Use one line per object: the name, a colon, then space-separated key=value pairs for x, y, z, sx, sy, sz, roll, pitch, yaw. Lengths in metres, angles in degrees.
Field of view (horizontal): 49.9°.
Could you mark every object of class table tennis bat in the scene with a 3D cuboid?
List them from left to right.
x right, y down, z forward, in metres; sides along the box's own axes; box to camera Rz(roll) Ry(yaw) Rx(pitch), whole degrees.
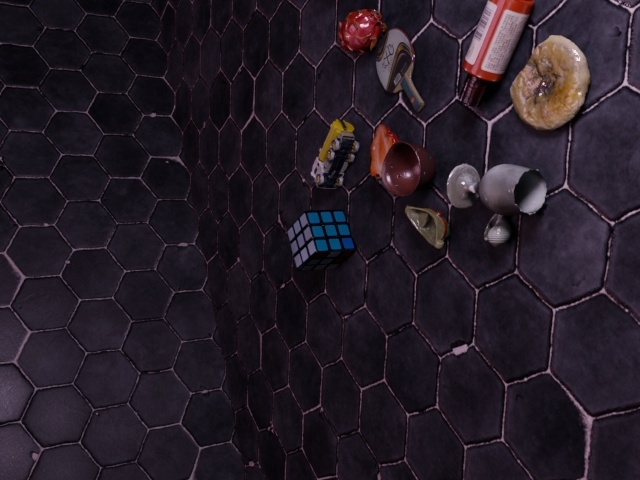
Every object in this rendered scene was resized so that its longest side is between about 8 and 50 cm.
table tennis bat: x=0.238 y=-0.498 z=2.041 sx=0.173 sy=0.022 sz=0.301 roll=-56 pitch=44 yaw=46

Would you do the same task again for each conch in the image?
conch: x=0.442 y=-0.025 z=1.702 sx=0.085 sy=0.056 sz=0.076 roll=-61 pitch=15 yaw=-4

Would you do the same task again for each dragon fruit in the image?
dragon fruit: x=0.130 y=-0.649 z=2.115 sx=0.166 sy=0.136 sz=0.133 roll=-37 pitch=20 yaw=46

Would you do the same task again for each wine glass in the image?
wine glass: x=0.422 y=-0.125 z=1.662 sx=0.241 sy=0.126 sz=0.127 roll=10 pitch=101 yaw=60

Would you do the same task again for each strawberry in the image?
strawberry: x=0.200 y=-0.261 z=2.068 sx=0.146 sy=0.082 sz=0.187 roll=-27 pitch=63 yaw=51

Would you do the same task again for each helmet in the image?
helmet: x=0.260 y=-0.200 z=1.941 sx=0.175 sy=0.106 sz=0.155 roll=-37 pitch=66 yaw=52

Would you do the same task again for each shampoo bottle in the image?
shampoo bottle: x=0.412 y=-0.458 z=1.666 sx=0.104 sy=0.104 sz=0.278 roll=53 pitch=135 yaw=43

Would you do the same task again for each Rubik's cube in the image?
Rubik's cube: x=0.000 y=0.000 z=2.344 sx=0.163 sy=0.162 sz=0.161 roll=-44 pitch=56 yaw=51

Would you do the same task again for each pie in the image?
pie: x=0.521 y=-0.343 z=1.547 sx=0.185 sy=0.052 sz=0.218 roll=59 pitch=142 yaw=30

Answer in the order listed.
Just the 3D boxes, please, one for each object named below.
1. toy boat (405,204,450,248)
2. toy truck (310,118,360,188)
toy boat: x=0.306 y=-0.041 z=1.913 sx=0.185 sy=0.071 sz=0.089 roll=55 pitch=137 yaw=43
toy truck: x=0.048 y=-0.287 z=2.306 sx=0.227 sy=0.098 sz=0.114 roll=-64 pitch=37 yaw=35
